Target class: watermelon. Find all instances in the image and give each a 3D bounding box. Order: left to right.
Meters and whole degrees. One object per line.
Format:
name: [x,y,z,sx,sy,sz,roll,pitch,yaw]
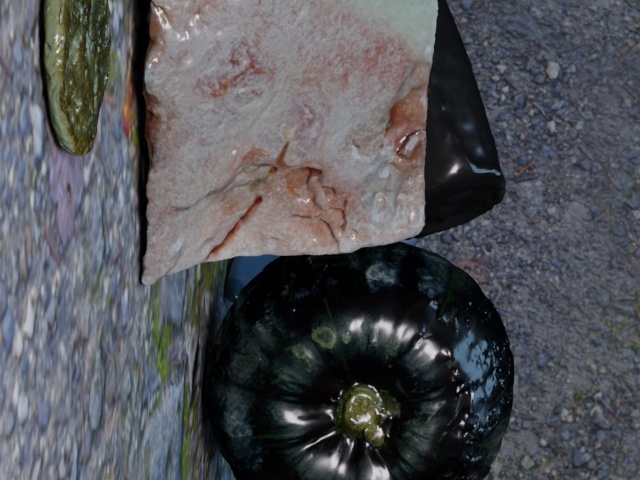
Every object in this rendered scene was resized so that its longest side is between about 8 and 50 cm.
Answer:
watermelon: [-0.044,-0.097,1.093,0.310,0.193,0.231,119,-42,-64]

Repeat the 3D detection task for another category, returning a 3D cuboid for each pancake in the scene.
pancake: [-0.116,-0.092,0.830,0.108,0.017,0.108,5,90,-83]

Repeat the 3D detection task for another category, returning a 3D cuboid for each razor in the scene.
razor: [0.035,-0.161,1.286,0.189,0.107,0.327,86,-21,-76]

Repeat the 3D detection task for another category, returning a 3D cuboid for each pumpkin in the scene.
pumpkin: [0.031,0.109,1.289,0.163,0.233,0.233,-97,-172,-77]

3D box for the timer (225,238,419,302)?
timer: [-0.006,-0.004,1.509,0.255,0.175,0.175,-55,161,-23]
